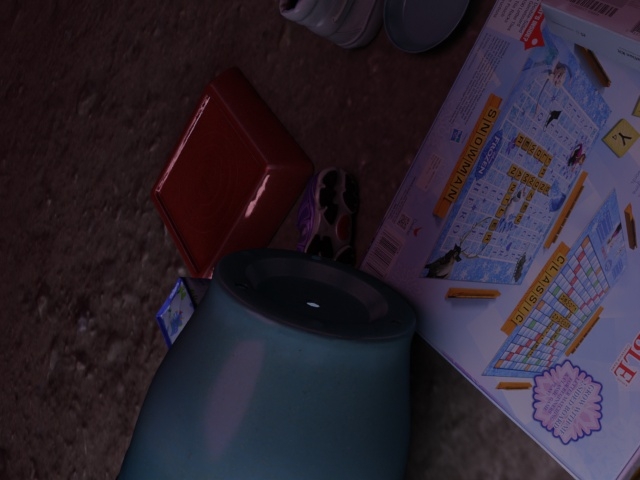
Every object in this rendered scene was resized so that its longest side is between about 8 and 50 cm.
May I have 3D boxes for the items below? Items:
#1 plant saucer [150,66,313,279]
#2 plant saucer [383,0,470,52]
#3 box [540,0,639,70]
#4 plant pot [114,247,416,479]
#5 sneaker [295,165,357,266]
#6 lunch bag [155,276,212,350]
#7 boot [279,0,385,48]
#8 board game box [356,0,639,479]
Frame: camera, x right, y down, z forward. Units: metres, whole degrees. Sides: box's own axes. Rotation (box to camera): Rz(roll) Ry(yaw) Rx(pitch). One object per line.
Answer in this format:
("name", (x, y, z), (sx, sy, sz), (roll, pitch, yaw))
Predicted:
("plant saucer", (-0.146, -0.078, 0.995), (0.258, 0.047, 0.259), (-56, 49, 25))
("plant saucer", (0.118, -0.256, 0.763), (0.119, 0.021, 0.119), (-10, 77, 46))
("box", (0.279, -0.204, 0.518), (0.186, 0.038, 0.145), (-46, 49, 0))
("plant pot", (-0.036, 0.155, 0.651), (0.271, 0.271, 0.255), (34, 115, 44))
("sneaker", (0.000, 0.000, 0.829), (0.071, 0.068, 0.170), (-7, 69, 61))
("lunch bag", (-0.109, 0.125, 0.860), (0.096, 0.128, 0.151), (-56, 50, 31))
("boot", (0.035, -0.354, 0.792), (0.095, 0.123, 0.258), (21, 99, 46))
("board game box", (0.207, -0.016, 0.596), (0.318, 0.066, 0.319), (43, 114, 42))
